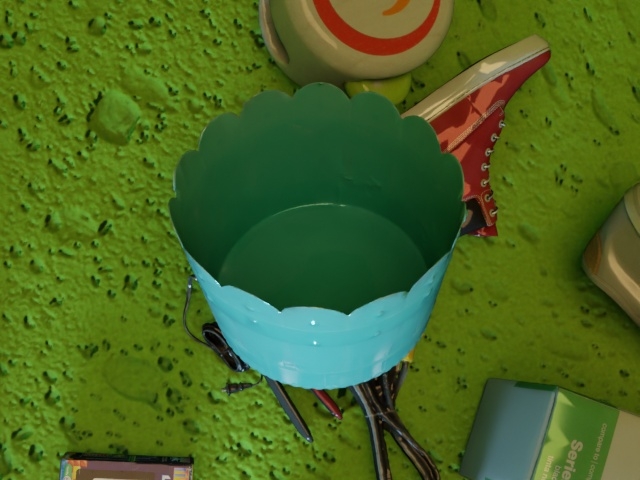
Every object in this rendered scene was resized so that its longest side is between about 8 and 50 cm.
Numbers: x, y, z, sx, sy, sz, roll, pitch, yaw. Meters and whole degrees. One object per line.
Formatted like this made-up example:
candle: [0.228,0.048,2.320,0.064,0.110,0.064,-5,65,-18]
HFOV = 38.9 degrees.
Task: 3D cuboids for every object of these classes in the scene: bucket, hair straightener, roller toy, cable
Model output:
bucket: [0.000,0.000,0.903,0.281,0.183,0.281,-1,55,1]
hair straightener: [-0.078,0.134,0.998,0.089,0.047,0.230,-40,97,-6]
roller toy: [0.036,-0.258,0.988,0.191,0.146,0.209,32,77,-13]
cable: [0.064,0.164,0.989,0.139,0.072,0.287,-3,77,-14]

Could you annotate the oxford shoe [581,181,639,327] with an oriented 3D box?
oxford shoe: [0.462,0.123,1.038,0.449,0.169,0.130,46,124,-10]

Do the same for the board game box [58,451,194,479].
board game box: [-0.212,0.317,0.972,0.141,0.048,0.170,5,86,-9]

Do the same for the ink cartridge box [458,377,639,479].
ink cartridge box: [0.323,0.250,0.959,0.289,0.211,0.122,20,80,-5]

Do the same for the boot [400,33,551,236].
boot: [0.189,-0.106,1.032,0.244,0.088,0.176,-36,92,0]
